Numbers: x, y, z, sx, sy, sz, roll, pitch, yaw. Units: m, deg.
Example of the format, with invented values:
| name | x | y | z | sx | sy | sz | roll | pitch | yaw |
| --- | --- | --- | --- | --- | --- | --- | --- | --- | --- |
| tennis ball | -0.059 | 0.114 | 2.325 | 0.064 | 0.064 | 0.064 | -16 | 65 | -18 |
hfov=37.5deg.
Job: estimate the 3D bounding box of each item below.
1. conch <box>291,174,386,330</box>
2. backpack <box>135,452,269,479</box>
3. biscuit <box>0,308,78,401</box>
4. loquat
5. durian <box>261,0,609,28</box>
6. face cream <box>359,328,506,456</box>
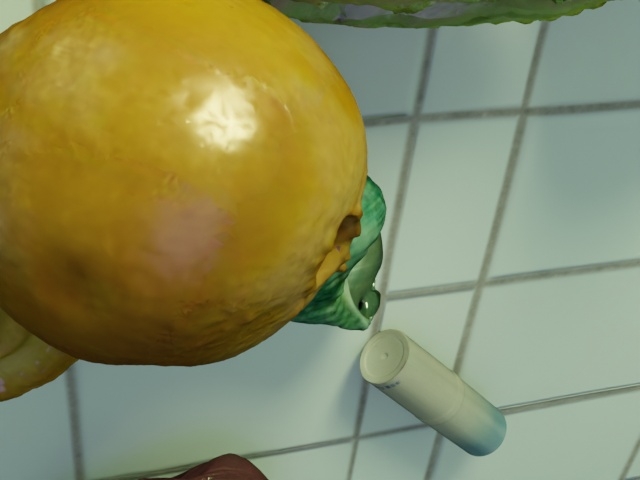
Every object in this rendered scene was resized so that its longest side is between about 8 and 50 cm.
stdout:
| name | x | y | z | sx | sy | sz | roll | pitch | yaw |
| --- | --- | --- | --- | --- | --- | --- | --- | --- | --- |
| conch | -0.002 | -0.003 | 0.965 | 0.134 | 0.196 | 0.202 | 12 | 114 | 10 |
| backpack | -0.180 | 0.409 | 1.184 | 0.317 | 0.197 | 0.283 | -28 | 130 | 1 |
| biscuit | -0.320 | 0.067 | 0.922 | 0.213 | 0.091 | 0.274 | 33 | 108 | -36 |
| loquat | -0.124 | -0.053 | 0.750 | 0.329 | 0.328 | 0.328 | -11 | 131 | -13 |
| durian | 0.093 | -0.222 | 0.785 | 0.352 | 0.169 | 0.158 | -2 | 130 | -1 |
| face cream | 0.151 | 0.202 | 1.226 | 0.077 | 0.077 | 0.250 | -39 | 130 | 12 |
